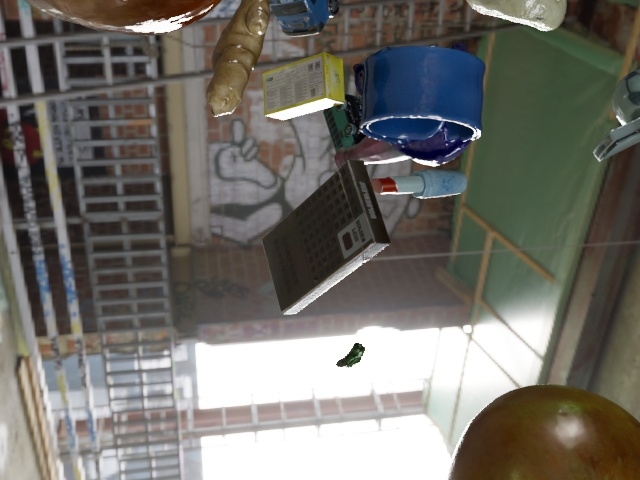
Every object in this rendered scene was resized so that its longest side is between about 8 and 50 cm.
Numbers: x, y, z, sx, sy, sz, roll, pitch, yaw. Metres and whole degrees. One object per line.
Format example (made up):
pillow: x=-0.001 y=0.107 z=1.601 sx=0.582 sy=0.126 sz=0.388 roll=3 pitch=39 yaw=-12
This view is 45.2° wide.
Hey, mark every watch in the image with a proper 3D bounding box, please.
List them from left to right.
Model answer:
watch: x=0.133 y=-0.199 z=1.065 sx=0.200 sy=0.196 sz=0.171 roll=17 pitch=67 yaw=-74

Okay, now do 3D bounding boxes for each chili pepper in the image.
chili pepper: x=0.056 y=0.230 z=1.478 sx=0.035 sy=0.055 sz=0.118 roll=54 pitch=-19 yaw=14

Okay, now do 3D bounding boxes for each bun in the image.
bun: x=0.457 y=-0.594 z=1.798 sx=0.259 sy=0.259 sz=0.160 roll=-118 pitch=-140 yaw=-67

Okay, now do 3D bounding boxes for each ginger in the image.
ginger: x=-0.133 y=-0.367 z=1.338 sx=0.148 sy=0.081 sz=0.333 roll=-172 pitch=-80 yaw=-82

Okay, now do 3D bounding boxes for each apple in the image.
apple: x=0.238 y=0.263 z=0.790 sx=0.207 sy=0.237 sz=0.237 roll=-142 pitch=-131 yaw=-74

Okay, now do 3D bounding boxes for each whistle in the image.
whistle: x=0.740 y=-0.316 z=1.807 sx=0.163 sy=0.290 sz=0.163 roll=55 pitch=-20 yaw=31

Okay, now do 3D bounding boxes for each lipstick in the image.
lipstick: x=0.228 y=-0.131 z=1.794 sx=0.061 sy=0.274 sz=0.068 roll=9 pitch=-78 yaw=52

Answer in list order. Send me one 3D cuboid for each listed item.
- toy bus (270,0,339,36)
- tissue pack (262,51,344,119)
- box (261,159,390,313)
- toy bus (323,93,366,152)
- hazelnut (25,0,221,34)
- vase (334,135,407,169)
toy bus: x=-0.016 y=-0.560 z=1.647 sx=0.133 sy=0.116 sz=0.234 roll=51 pitch=56 yaw=-43
tissue pack: x=-0.036 y=-0.314 z=1.580 sx=0.176 sy=0.062 sz=0.095 roll=-8 pitch=-97 yaw=42
box: x=0.001 y=0.001 z=1.523 sx=0.325 sy=0.047 sz=0.180 roll=-39 pitch=-122 yaw=43
toy bus: x=0.069 y=-0.254 z=1.783 sx=0.092 sy=0.079 sz=0.160 roll=-45 pitch=-129 yaw=43
hazelnut: x=-0.272 y=-0.441 z=1.055 sx=0.315 sy=0.372 sz=0.372 roll=98 pitch=-15 yaw=-61
vase: x=0.111 y=-0.186 z=1.541 sx=0.214 sy=0.086 sz=0.086 roll=-15 pitch=-103 yaw=54
